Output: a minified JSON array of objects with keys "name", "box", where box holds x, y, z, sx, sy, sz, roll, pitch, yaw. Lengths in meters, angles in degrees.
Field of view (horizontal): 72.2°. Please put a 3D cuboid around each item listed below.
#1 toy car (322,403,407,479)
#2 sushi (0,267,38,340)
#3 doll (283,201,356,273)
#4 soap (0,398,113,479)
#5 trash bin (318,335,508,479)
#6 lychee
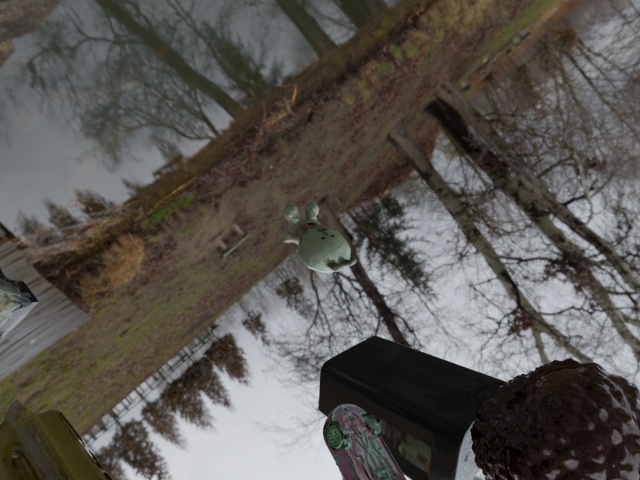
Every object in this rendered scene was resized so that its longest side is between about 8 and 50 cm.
[{"name":"toy car","box":[0.051,0.247,0.473,0.069,0.142,0.055,7,127,-43]},{"name":"sushi","box":[-0.747,0.085,0.920,0.134,0.273,0.109,-48,166,0]},{"name":"doll","box":[-0.004,0.008,1.169,0.155,0.275,0.113,-12,134,-28]},{"name":"soap","box":[-0.319,0.297,0.489,0.233,0.076,0.135,21,-109,38]},{"name":"trash bin","box":[0.129,0.235,0.636,0.226,0.114,0.165,18,-158,40]},{"name":"lychee","box":[0.267,0.222,0.451,0.188,0.188,0.188,-39,-177,3]}]
